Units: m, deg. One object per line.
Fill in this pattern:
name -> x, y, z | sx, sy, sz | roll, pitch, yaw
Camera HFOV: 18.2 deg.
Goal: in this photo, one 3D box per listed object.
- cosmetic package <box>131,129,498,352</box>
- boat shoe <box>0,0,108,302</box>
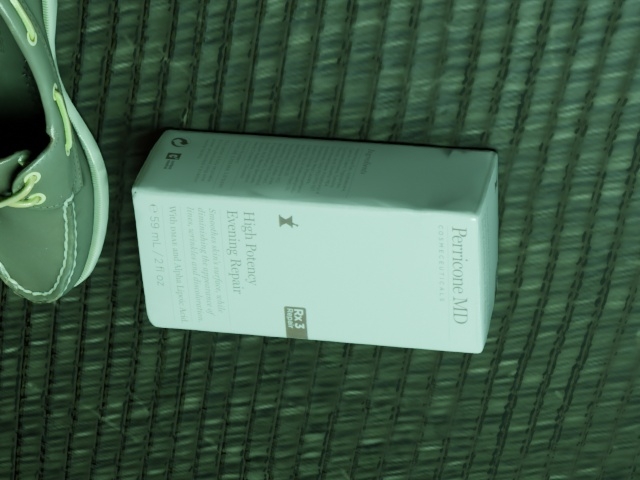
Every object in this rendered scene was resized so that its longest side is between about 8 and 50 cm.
cosmetic package -> 0.000, 0.000, 1.331 | 0.231, 0.085, 0.117 | 4, 126, 13
boat shoe -> -0.213, -0.077, 1.324 | 0.109, 0.091, 0.305 | 2, 125, 13
